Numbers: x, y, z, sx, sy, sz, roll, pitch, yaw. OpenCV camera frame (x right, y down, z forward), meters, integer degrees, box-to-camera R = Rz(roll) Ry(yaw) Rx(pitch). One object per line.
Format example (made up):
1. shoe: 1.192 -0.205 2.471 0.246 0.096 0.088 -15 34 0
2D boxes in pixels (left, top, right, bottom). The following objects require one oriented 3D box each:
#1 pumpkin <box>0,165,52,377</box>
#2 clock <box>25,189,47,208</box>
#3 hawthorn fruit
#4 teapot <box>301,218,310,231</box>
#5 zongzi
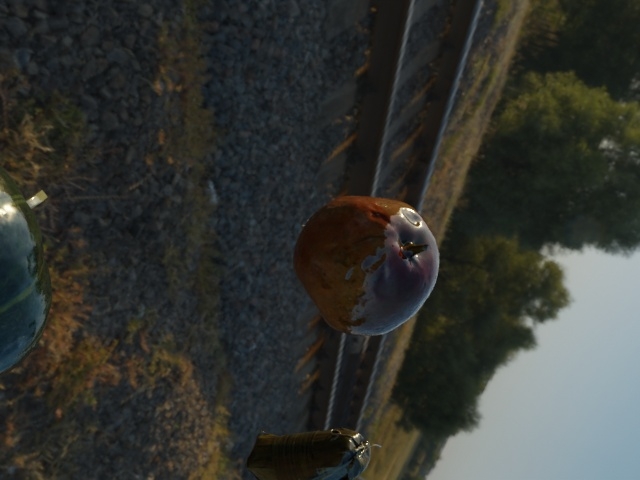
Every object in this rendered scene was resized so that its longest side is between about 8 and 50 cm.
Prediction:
1. pumpkin: -0.425 0.024 0.699 0.207 0.300 0.300 -38 151 -44
2. clock: -0.714 -0.036 1.503 0.235 0.029 0.235 -29 -162 10
3. hawthorn fruit: 0.108 0.033 1.278 0.298 0.277 0.277 -25 -155 56
4. teapot: 0.000 0.000 1.467 0.085 0.110 0.080 -5 126 -45
5. zongzi: 0.013 0.465 1.280 0.241 0.248 0.111 66 26 -22
